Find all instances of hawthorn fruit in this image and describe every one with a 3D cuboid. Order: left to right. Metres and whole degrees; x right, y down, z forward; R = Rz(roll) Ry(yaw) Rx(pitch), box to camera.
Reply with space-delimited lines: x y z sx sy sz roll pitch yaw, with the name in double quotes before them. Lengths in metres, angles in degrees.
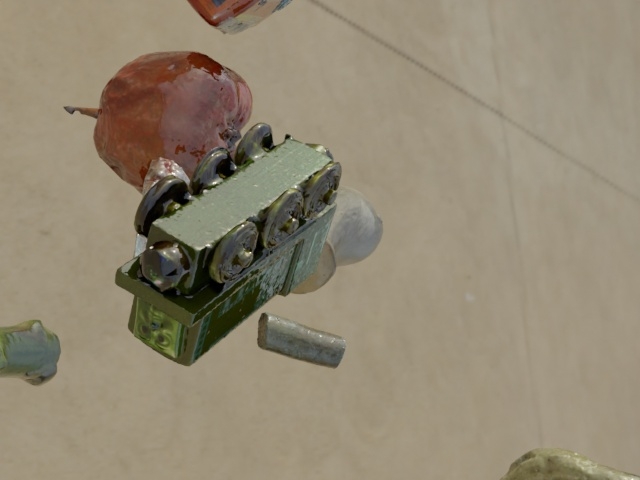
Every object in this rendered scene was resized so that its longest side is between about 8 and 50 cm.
"hawthorn fruit" -0.221 -0.156 1.601 0.207 0.243 0.207 13 90 -80

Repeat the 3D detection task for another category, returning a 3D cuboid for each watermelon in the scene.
"watermelon" -0.149 -0.011 1.144 0.180 0.081 0.094 -99 169 -54

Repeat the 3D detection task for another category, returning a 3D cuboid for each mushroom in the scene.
"mushroom" -0.003 -0.010 1.372 0.108 0.096 0.247 66 19 -2

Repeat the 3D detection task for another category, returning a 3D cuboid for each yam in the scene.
"yam" -0.028 0.143 1.706 0.132 0.054 0.054 18 61 -22

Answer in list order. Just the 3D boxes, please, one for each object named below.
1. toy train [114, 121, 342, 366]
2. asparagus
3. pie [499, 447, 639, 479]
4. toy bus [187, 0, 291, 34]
"toy train" -0.066 0.002 0.912 0.225 0.090 0.137 -37 152 -50
"asparagus" -0.421 0.145 1.542 0.082 0.085 0.343 66 10 12
"pie" 0.327 0.412 1.472 0.077 0.339 0.339 -33 111 -48
"toy bus" -0.116 -0.345 1.635 0.121 0.120 0.265 51 7 -3
